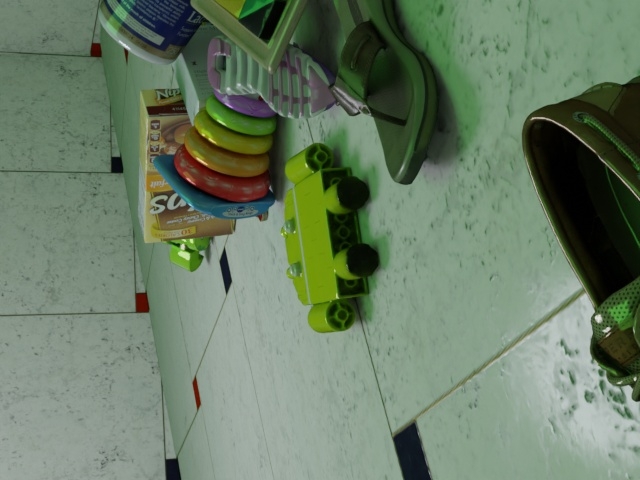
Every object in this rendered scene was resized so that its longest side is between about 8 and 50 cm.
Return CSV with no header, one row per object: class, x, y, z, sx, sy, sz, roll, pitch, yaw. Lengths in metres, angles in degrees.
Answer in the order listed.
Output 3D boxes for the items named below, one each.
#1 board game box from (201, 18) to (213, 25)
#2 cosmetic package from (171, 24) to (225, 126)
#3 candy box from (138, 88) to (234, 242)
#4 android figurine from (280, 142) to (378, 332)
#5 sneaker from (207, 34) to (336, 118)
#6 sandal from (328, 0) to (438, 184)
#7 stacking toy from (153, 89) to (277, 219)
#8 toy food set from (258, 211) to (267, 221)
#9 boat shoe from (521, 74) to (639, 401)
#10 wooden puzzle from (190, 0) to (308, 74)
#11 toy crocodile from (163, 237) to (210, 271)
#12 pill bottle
board game box,-0.228,-0.425,1.688,0.170,0.048,0.141,178,88,-72
cosmetic package,-0.186,-0.287,1.507,0.085,0.117,0.231,103,152,-44
candy box,-0.248,-0.140,1.632,0.316,0.183,0.087,102,155,-44
android figurine,0.000,0.000,1.149,0.273,0.056,0.248,163,99,-69
sneaker,-0.050,-0.232,1.170,0.236,0.105,0.095,26,119,42
sandal,0.044,-0.180,0.901,0.120,0.086,0.302,109,149,-52
stacking toy,-0.125,-0.197,1.347,0.166,0.175,0.301,44,124,34
toy food set,-0.114,-0.078,1.518,0.122,0.019,0.077,56,148,40
boat shoe,0.200,0.047,0.463,0.122,0.120,0.324,108,149,-52
wooden puzzle,-0.080,-0.360,1.094,0.238,0.044,0.220,48,121,39
toy crocodile,-0.305,-0.087,1.963,0.115,0.105,0.340,10,110,27
pill bottle,-0.234,-0.432,1.399,0.264,0.153,0.153,-48,42,24
